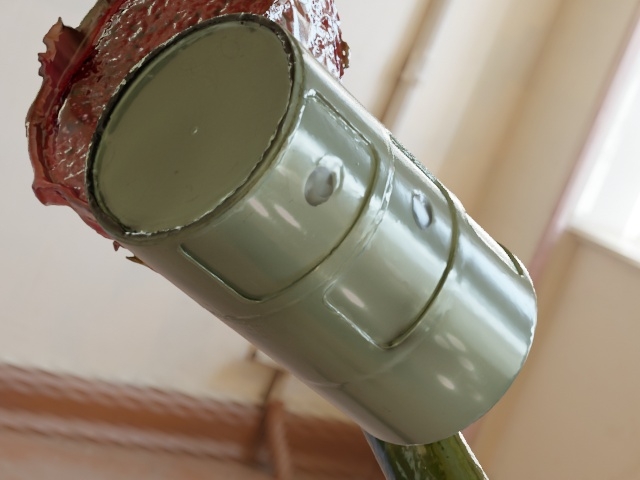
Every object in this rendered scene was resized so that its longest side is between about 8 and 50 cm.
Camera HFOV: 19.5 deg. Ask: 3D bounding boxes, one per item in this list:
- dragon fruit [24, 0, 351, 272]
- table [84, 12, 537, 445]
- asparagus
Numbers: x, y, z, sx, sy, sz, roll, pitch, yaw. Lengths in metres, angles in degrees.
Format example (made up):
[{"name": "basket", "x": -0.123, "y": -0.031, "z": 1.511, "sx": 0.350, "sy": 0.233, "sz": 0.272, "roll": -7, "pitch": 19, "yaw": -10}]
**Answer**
[{"name": "dragon fruit", "x": -0.082, "y": -0.078, "z": 1.129, "sx": 0.161, "sy": 0.274, "sz": 0.126, "roll": -2, "pitch": -36, "yaw": 25}, {"name": "table", "x": 0.000, "y": 0.000, "z": 0.925, "sx": 0.220, "sy": 0.126, "sz": 0.126, "roll": 42, "pitch": -5, "yaw": -41}, {"name": "asparagus", "x": 0.077, "y": 0.156, "z": 1.377, "sx": 0.082, "sy": 0.085, "sz": 0.343, "roll": -18, "pitch": 58, "yaw": -23}]
